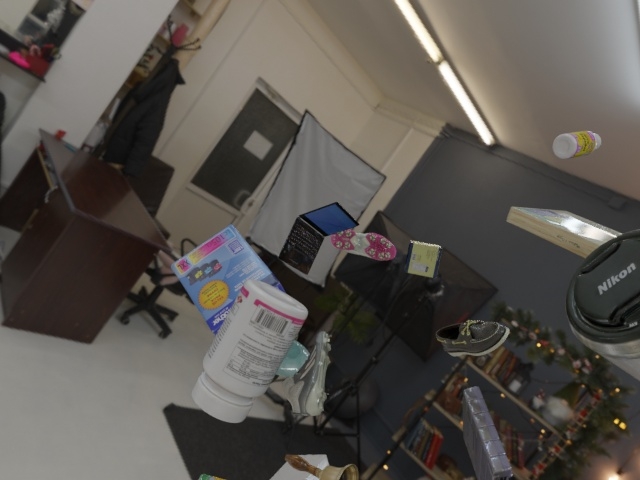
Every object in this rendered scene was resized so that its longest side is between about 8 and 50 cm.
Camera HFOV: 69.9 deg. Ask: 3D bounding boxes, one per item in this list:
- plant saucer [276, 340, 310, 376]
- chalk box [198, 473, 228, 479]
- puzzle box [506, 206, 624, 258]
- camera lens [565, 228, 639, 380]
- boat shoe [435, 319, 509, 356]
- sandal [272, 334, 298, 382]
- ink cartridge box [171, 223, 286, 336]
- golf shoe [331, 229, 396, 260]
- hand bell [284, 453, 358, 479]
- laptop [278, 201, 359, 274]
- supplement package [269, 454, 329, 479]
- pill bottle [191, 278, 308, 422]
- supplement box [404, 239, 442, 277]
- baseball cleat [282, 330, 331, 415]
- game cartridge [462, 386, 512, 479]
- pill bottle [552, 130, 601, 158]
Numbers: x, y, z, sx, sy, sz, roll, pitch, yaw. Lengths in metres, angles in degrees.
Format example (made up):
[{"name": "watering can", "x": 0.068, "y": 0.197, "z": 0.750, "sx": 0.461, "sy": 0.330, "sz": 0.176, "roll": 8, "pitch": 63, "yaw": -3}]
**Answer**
[{"name": "plant saucer", "x": -0.114, "y": 0.362, "z": 1.485, "sx": 0.194, "sy": 0.038, "sz": 0.195, "roll": 16, "pitch": 22, "yaw": -6}, {"name": "chalk box", "x": -0.330, "y": 0.805, "z": 1.366, "sx": 0.213, "sy": 0.132, "sz": 0.132, "roll": 21, "pitch": 24, "yaw": -13}, {"name": "puzzle box", "x": 0.784, "y": -0.001, "z": 1.317, "sx": 0.272, "sy": 0.052, "sz": 0.409, "roll": 1, "pitch": 23, "yaw": -27}, {"name": "camera lens", "x": 0.561, "y": 0.127, "z": 0.728, "sx": 0.274, "sy": 0.219, "sz": 0.219, "roll": 32, "pitch": 5, "yaw": -14}, {"name": "boat shoe", "x": 0.368, "y": 0.237, "z": 1.136, "sx": 0.068, "sy": 0.081, "sz": 0.228, "roll": 43, "pitch": -28, "yaw": -1}, {"name": "sandal", "x": -0.189, "y": 0.520, "z": 2.060, "sx": 0.120, "sy": 0.303, "sz": 0.086, "roll": 33, "pitch": -6, "yaw": 17}, {"name": "ink cartridge box", "x": -0.295, "y": 0.168, "z": 1.567, "sx": 0.395, "sy": 0.270, "sz": 0.151, "roll": 46, "pitch": -14, "yaw": 31}, {"name": "golf shoe", "x": 0.193, "y": 0.018, "z": 2.095, "sx": 0.306, "sy": 0.115, "sz": 0.140, "roll": 17, "pitch": -6, "yaw": -3}, {"name": "hand bell", "x": -0.017, "y": 0.712, "z": 1.413, "sx": 0.242, "sy": 0.126, "sz": 0.126, "roll": 6, "pitch": -17, "yaw": 37}, {"name": "laptop", "x": 0.000, "y": 0.000, "z": 1.712, "sx": 0.136, "sy": 0.264, "sz": 0.234, "roll": 20, "pitch": -9, "yaw": 31}, {"name": "supplement package", "x": -0.090, "y": 0.982, "z": 1.757, "sx": 0.293, "sy": 0.177, "sz": 0.175, "roll": -18, "pitch": 91, "yaw": -59}, {"name": "pill bottle", "x": -0.161, "y": 0.244, "z": 1.023, "sx": 0.160, "sy": 0.283, "sz": 0.160, "roll": 29, "pitch": 0, "yaw": 0}, {"name": "supplement box", "x": 0.274, "y": 0.049, "z": 1.225, "sx": 0.083, "sy": 0.083, "sz": 0.056, "roll": 11, "pitch": 9, "yaw": 7}, {"name": "baseball cleat", "x": -0.032, "y": 0.300, "z": 1.059, "sx": 0.206, "sy": 0.109, "sz": 0.072, "roll": -81, "pitch": 161, "yaw": -46}, {"name": "game cartridge", "x": 0.466, "y": 0.592, "z": 1.300, "sx": 0.355, "sy": 0.068, "sz": 0.230, "roll": 72, "pitch": 10, "yaw": -45}, {"name": "pill bottle", "x": 0.452, "y": -0.169, "z": 0.803, "sx": 0.083, "sy": 0.043, "sz": 0.043, "roll": -13, "pitch": 32, "yaw": -26}]
